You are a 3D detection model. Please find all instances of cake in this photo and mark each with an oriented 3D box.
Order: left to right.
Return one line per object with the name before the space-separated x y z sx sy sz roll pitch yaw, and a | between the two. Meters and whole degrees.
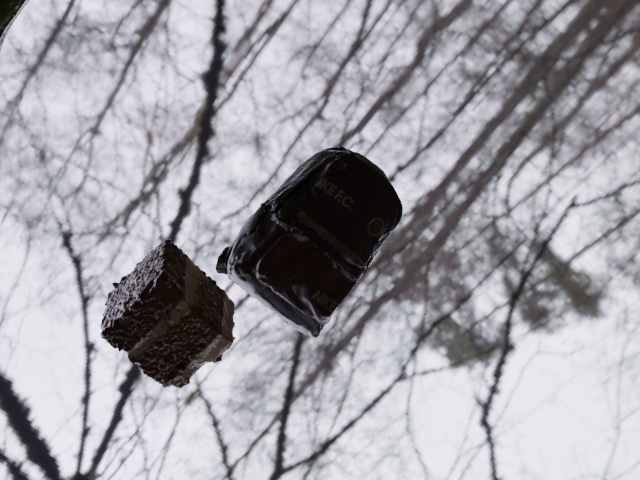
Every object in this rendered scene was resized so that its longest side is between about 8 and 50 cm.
cake | -0.202 0.103 1.416 0.147 0.135 0.134 41 -163 -23

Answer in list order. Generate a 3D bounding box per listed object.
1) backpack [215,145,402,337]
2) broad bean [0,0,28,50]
backpack | -0.002 -0.003 0.933 0.120 0.165 0.106 34 -176 -20
broad bean | -0.199 -0.140 0.612 0.061 0.195 0.046 25 -169 36
